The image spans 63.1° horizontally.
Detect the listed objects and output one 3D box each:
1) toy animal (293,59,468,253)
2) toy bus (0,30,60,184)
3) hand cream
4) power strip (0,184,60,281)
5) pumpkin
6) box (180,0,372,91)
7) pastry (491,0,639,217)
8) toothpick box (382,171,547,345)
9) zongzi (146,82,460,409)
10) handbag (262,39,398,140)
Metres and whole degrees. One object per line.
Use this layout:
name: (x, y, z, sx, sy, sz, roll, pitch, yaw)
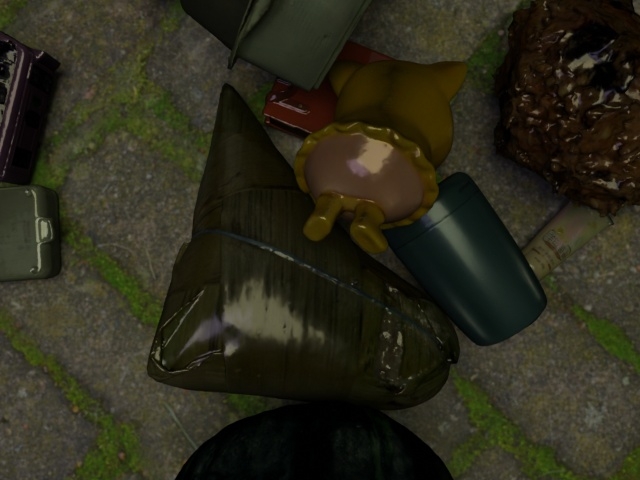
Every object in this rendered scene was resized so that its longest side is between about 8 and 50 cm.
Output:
toy animal: (0.055, -0.093, 0.523, 0.156, 0.156, 0.229, 18, 59, 2)
toy bus: (-0.391, -0.161, 0.636, 0.098, 0.087, 0.178, 13, 90, 0)
hand cream: (0.293, 0.001, 0.638, 0.143, 0.039, 0.061, -41, 86, -6)
power strip: (-0.456, -0.002, 0.645, 0.270, 0.046, 0.118, -5, 89, 0)
pumpkin: (-0.006, 0.287, 0.510, 0.315, 0.238, 0.315, 1, 129, 2)
box: (-0.010, -0.315, 0.530, 0.166, 0.220, 0.290, 27, 53, -11)
pastry: (0.301, -0.144, 0.577, 0.275, 0.193, 0.275, 17, 49, -21)
toothpick box: (0.168, 0.024, 0.597, 0.120, 0.120, 0.184, -37, 89, -1)
zongzi: (0.000, 0.000, 0.602, 0.323, 0.160, 0.360, 10, 71, -11)
handbag: (0.035, -0.172, 0.643, 0.190, 0.063, 0.127, 21, 87, -2)
